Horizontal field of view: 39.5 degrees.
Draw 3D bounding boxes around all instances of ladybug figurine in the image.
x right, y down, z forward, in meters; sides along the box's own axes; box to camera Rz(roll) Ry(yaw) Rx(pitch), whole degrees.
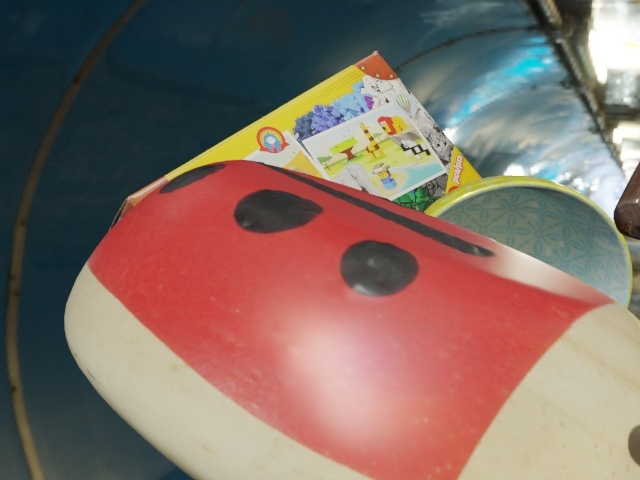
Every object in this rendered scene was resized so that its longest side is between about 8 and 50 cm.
[{"bbox_3d":[0.029,0.063,0.565,0.305,0.449,0.162,-4,-67,-59],"label":"ladybug figurine"}]

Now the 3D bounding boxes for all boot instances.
[{"bbox_3d":[0.235,-0.041,0.637,0.114,0.037,0.106,-65,-24,-18],"label":"boot"}]

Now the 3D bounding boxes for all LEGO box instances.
[{"bbox_3d":[0.000,0.000,1.321,0.500,0.372,0.193,-37,-4,-34],"label":"LEGO box"}]

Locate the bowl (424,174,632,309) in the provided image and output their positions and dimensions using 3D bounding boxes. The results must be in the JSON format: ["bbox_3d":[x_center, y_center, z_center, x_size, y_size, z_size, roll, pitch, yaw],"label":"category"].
[{"bbox_3d":[0.222,0.037,1.115,0.156,0.289,0.290,-92,-1,-67],"label":"bowl"}]
